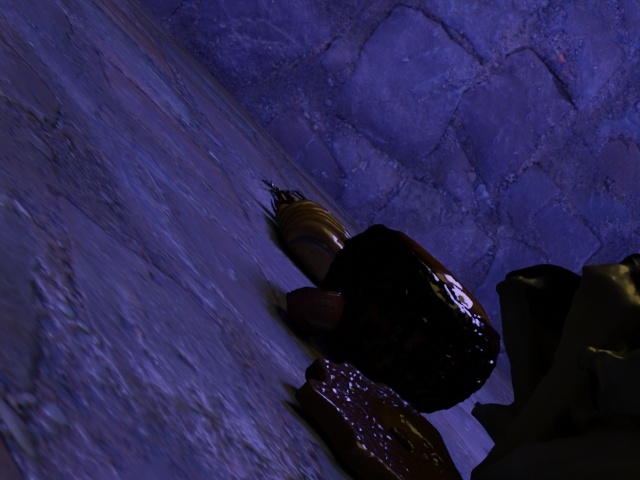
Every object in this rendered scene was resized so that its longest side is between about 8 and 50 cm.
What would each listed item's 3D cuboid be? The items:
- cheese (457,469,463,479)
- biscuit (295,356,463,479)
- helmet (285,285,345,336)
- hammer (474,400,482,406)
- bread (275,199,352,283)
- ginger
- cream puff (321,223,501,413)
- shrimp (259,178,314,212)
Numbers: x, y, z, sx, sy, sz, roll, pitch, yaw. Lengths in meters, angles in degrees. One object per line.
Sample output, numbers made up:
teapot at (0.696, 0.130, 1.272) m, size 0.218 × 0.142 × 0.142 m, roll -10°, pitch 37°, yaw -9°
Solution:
cheese at (0.096, 0.211, 1.334) m, size 0.097 × 0.037 × 0.192 m, roll 46°, pitch 4°, yaw -24°
biscuit at (0.052, 0.182, 1.140) m, size 0.215 × 0.034 × 0.182 m, roll 35°, pitch 16°, yaw -34°
helmet at (-0.009, 0.083, 1.388) m, size 0.065 × 0.049 × 0.084 m, roll 12°, pitch -14°, yaw -13°
hammer at (0.335, 0.359, 2.267) m, size 0.062 × 0.013 × 0.199 m, roll 43°, pitch 6°, yaw -31°
bread at (0.000, 0.000, 1.897) m, size 0.134 × 0.081 × 0.225 m, roll 44°, pitch 7°, yaw -16°
ginger at (0.265, 0.224, 1.187) m, size 0.358 × 0.211 × 0.413 m, roll -23°, pitch -93°, yaw 54°
cream puff at (0.099, 0.098, 1.493) m, size 0.239 × 0.165 × 0.239 m, roll 45°, pitch 4°, yaw -4°
shrimp at (-0.040, -0.047, 2.022) m, size 0.165 × 0.056 × 0.065 m, roll 47°, pitch -18°, yaw -19°
